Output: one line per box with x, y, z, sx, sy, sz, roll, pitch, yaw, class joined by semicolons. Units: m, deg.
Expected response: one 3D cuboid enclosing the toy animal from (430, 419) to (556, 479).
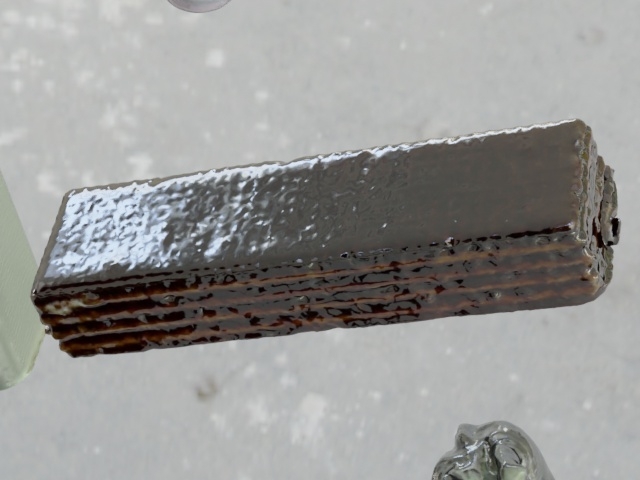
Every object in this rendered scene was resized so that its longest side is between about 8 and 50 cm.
0.201;0.308;1.457;0.106;0.343;0.168;-28;25;11;toy animal

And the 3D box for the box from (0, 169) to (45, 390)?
-0.480;-0.010;1.668;0.352;0.343;0.177;-6;39;14;box

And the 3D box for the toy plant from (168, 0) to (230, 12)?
-0.048;-0.198;0.766;0.243;0.112;0.232;-12;58;-20;toy plant

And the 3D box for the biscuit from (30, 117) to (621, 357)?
0.000;0.000;1.098;0.388;0.073;0.107;-7;45;19;biscuit
